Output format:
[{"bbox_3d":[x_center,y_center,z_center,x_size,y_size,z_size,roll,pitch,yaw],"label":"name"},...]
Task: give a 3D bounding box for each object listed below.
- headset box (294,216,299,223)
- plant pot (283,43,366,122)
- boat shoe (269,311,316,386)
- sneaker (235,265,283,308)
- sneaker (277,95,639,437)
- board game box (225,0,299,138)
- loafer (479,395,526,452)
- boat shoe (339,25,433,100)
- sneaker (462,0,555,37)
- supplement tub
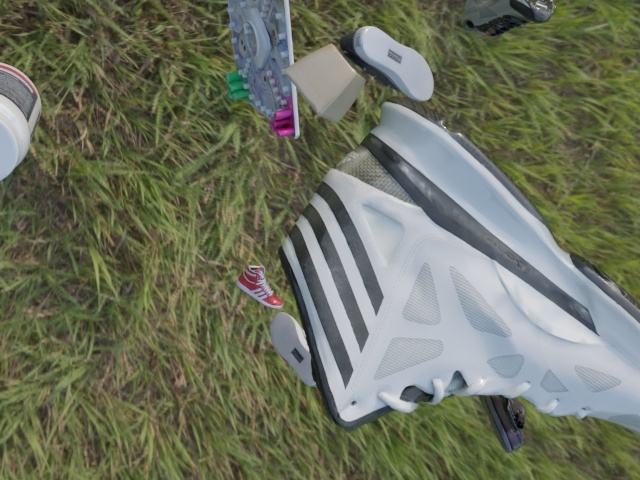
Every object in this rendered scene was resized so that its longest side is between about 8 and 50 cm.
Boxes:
[{"bbox_3d":[0.000,0.000,1.078,0.032,0.062,0.083,-36,71,1],"label":"headset box"},{"bbox_3d":[0.017,-0.290,1.241,0.096,0.109,0.109,-41,78,16],"label":"plant pot"},{"bbox_3d":[-0.053,0.304,1.876,0.095,0.258,0.084,-43,141,12],"label":"boat shoe"},{"bbox_3d":[-0.127,0.102,1.553,0.119,0.042,0.067,31,113,-2],"label":"sneaker"},{"bbox_3d":[0.146,0.105,0.646,0.447,0.169,0.257,41,95,-11],"label":"sneaker"},{"bbox_3d":[-0.162,-0.474,1.618,0.050,0.390,0.389,-17,122,-20],"label":"board game box"},{"bbox_3d":[0.419,0.370,1.556,0.095,0.302,0.109,-19,100,6],"label":"loafer"},{"bbox_3d":[0.122,-0.324,1.279,0.229,0.076,0.080,17,85,-44],"label":"boat shoe"},{"bbox_3d":[0.373,-0.456,1.386,0.100,0.271,0.107,10,108,-21],"label":"sneaker"},{"bbox_3d":[-0.706,-0.251,1.452,0.191,0.272,0.191,-6,122,-10],"label":"supplement tub"}]
